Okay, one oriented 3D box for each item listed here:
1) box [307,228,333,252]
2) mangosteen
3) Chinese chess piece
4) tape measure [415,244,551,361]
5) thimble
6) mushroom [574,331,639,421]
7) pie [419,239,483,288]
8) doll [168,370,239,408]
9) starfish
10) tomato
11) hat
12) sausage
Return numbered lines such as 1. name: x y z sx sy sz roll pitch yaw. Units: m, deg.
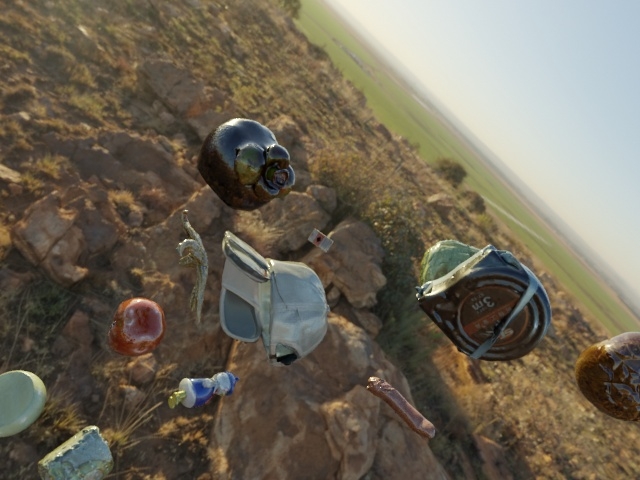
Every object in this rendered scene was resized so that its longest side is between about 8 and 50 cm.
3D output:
1. box: 0.000 0.000 1.462 0.083 0.046 0.012 35 2 26
2. mangosteen: -0.205 -0.205 1.229 0.288 0.233 0.287 56 -2 3
3. Chinese chess piece: -0.709 0.372 0.992 0.143 0.059 0.144 0 52 0
4. tape measure: 0.287 0.112 0.737 0.181 0.182 0.107 54 21 -5
5. thimble: -0.645 0.593 1.150 0.137 0.191 0.143 33 37 22
6. mushroom: 0.823 0.364 1.155 0.253 0.253 0.153 45 19 3
7. pie: 0.341 0.112 0.982 0.247 0.201 0.090 17 -5 -10
8. doll: -0.215 0.280 0.822 0.142 0.099 0.058 -3 58 -46
9. starfish: -0.417 0.071 1.422 0.094 0.327 0.375 -8 63 -18
10. tomato: -0.672 0.320 1.607 0.188 0.232 0.232 23 30 -27
11. hat: -0.098 0.097 0.810 0.161 0.232 0.275 -27 57 -39
12. sausage: 0.303 0.630 1.645 0.304 0.078 0.078 39 21 19
